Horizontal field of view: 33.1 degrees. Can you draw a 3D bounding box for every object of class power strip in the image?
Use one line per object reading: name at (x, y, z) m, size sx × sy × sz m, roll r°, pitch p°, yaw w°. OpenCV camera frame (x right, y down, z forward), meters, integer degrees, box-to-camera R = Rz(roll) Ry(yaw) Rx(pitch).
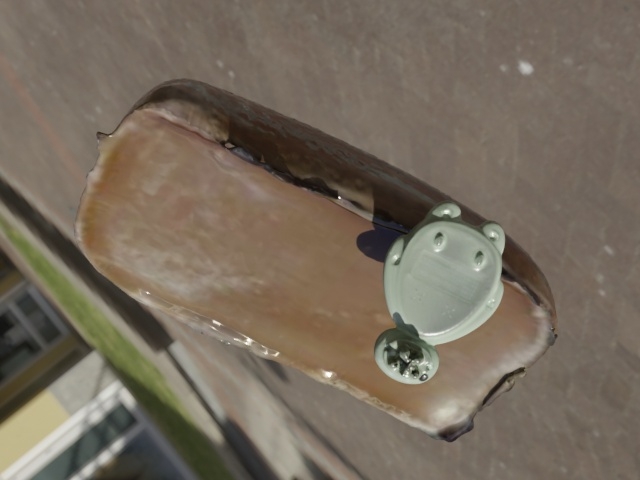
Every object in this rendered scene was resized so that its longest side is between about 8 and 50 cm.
power strip at (0.051, 0.025, 0.475) m, size 0.055 × 0.083 × 0.035 m, roll 25°, pitch -177°, yaw 0°

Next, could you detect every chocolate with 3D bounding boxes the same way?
chocolate at (0.001, 0.000, 0.581) m, size 0.261 × 0.083 × 0.161 m, roll 28°, pitch 138°, yaw -12°
